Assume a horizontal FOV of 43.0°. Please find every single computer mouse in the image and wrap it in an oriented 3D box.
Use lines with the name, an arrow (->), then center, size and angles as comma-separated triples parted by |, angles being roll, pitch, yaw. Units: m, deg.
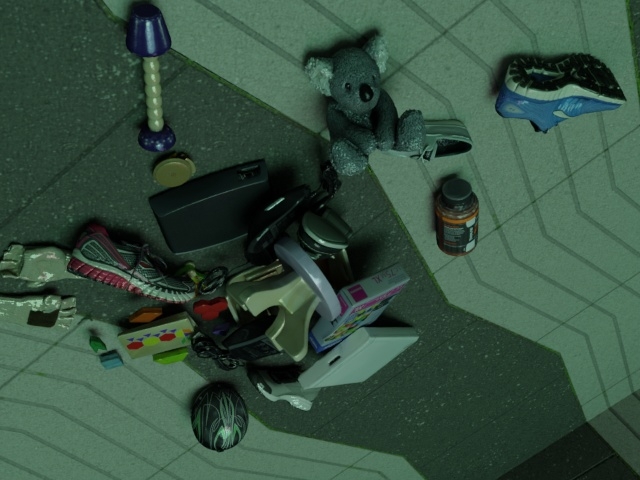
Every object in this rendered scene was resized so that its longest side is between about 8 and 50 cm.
computer mouse -> -0.177, 0.047, 1.855 | 0.242, 0.041, 0.071 | -30, 137, -5
computer mouse -> -0.160, 0.232, 1.962 | 0.272, 0.072, 0.188 | -16, 147, 18
computer mouse -> -0.063, -0.072, 1.738 | 0.262, 0.060, 0.184 | -44, 167, -2

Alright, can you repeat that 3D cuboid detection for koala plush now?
koala plush -> 0.071, -0.276, 1.578 | 0.196, 0.203, 0.221 | -22, 119, -4

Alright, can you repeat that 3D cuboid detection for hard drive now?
hard drive -> 0.112, 0.317, 2.216 | 0.233, 0.047, 0.353 | -41, 159, 18
hard drive -> -0.217, -0.062, 1.720 | 0.255, 0.054, 0.172 | -20, 140, -8

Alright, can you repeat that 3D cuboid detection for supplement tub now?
supplement tub -> 0.331, -0.058, 1.973 | 0.106, 0.106, 0.197 | -20, 140, -7

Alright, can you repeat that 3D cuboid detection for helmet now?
helmet -> -0.273, 0.483, 2.210 | 0.170, 0.169, 0.161 | -4, 152, -25

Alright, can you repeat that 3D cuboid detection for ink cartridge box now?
ink cartridge box -> 0.081, 0.179, 2.009 | 0.186, 0.065, 0.311 | -22, 161, -32

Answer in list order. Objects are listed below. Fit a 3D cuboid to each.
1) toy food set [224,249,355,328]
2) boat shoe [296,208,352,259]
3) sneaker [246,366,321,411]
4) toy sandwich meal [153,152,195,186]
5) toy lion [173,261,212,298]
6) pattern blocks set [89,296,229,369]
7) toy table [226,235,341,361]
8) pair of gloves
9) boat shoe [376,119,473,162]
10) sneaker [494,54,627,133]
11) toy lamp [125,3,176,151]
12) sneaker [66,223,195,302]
toy food set -> -0.066, 0.134, 1.981 | 0.306, 0.092, 0.219 | -23, 140, -4
boat shoe -> 0.000, 0.000, 1.757 | 0.091, 0.114, 0.302 | -48, 171, 12
sneaker -> -0.099, 0.390, 2.252 | 0.272, 0.100, 0.108 | 26, 104, -47
toy sandwich meal -> -0.293, -0.142, 1.617 | 0.086, 0.029, 0.085 | -12, 141, -10
toy lion -> -0.302, 0.099, 1.872 | 0.096, 0.034, 0.100 | -32, 140, 18
pattern blocks set -> -0.377, 0.225, 1.930 | 0.325, 0.026, 0.285 | -10, 148, -11
toy table -> -0.076, 0.128, 1.768 | 0.161, 0.252, 0.274 | -42, 135, -12
pair of gloves -> -0.589, 0.102, 1.713 | 0.204, 0.042, 0.240 | 13, 126, -37
boat shoe -> 0.232, -0.212, 1.772 | 0.228, 0.081, 0.079 | -9, 137, -20
sneaker -> 0.526, -0.321, 1.801 | 0.330, 0.129, 0.147 | -1, 149, -22
toy lamp -> -0.297, -0.281, 1.425 | 0.080, 0.080, 0.274 | -10, 138, -18
sneaker -> -0.379, 0.059, 1.715 | 0.299, 0.121, 0.112 | 25, 79, -45
